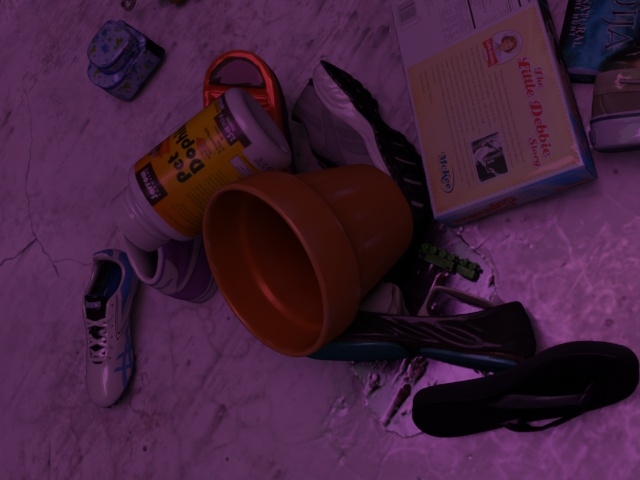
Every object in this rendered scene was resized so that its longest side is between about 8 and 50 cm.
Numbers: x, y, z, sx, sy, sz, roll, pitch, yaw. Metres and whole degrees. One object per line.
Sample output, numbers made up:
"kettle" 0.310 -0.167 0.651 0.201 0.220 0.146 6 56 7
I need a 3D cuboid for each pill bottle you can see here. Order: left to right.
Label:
"pill bottle" -0.149 -0.079 0.865 0.215 0.117 0.117 -36 63 13

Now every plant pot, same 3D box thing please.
"plant pot" 0.000 0.000 0.822 0.205 0.188 0.205 29 133 36

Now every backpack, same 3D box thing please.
"backpack" -0.337 -0.303 1.187 0.105 0.084 0.114 39 98 32

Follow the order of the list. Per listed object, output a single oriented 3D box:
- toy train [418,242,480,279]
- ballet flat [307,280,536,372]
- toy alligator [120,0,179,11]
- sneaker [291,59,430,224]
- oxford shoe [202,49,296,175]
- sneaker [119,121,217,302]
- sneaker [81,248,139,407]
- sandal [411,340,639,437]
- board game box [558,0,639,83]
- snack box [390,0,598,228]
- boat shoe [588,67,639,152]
"toy train" 0.158 0.026 0.883 0.083 0.017 0.024 23 98 30
"ballet flat" 0.113 0.103 0.850 0.280 0.095 0.096 2 67 17
"toy alligator" -0.253 -0.434 1.202 0.189 0.056 0.051 -11 29 25
"sneaker" 0.052 -0.116 0.941 0.108 0.100 0.272 -48 57 25
"oxford shoe" -0.075 -0.068 0.979 0.129 0.132 0.364 -1 94 13
"sneaker" -0.212 -0.062 1.015 0.102 0.161 0.282 -16 68 24
"sneaker" -0.324 0.129 1.062 0.085 0.086 0.237 -5 75 24
"sandal" 0.219 0.178 0.765 0.254 0.097 0.055 -25 33 29
"board game box" 0.363 -0.279 0.857 0.126 0.026 0.186 9 81 29
"snack box" 0.204 -0.196 0.882 0.187 0.060 0.322 -20 68 32
"boat shoe" 0.432 -0.153 0.732 0.302 0.109 0.094 -4 93 28
